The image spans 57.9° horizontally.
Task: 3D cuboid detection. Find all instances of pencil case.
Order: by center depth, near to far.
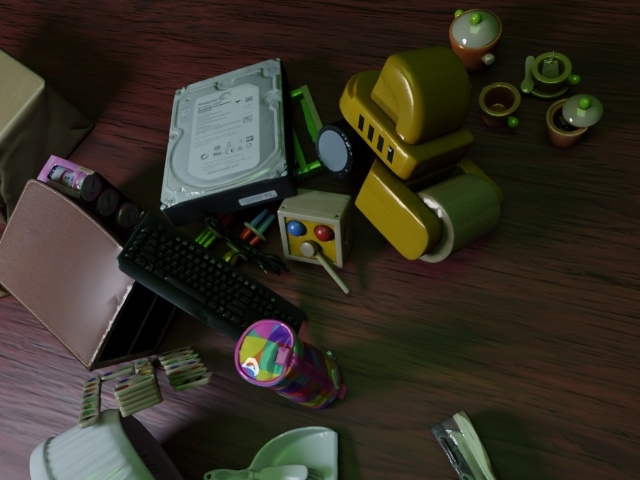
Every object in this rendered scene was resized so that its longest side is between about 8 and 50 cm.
[{"bbox_3d":[-0.039,0.195,0.883,0.104,0.236,0.104,-9,65,19],"label":"pencil case"}]

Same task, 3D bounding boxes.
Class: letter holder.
[{"bbox_3d":[-0.403,0.044,1.024,0.302,0.152,0.214,34,103,22],"label":"letter holder"}]

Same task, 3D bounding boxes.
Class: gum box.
[{"bbox_3d":[-0.435,-0.084,1.098,0.107,0.188,0.062,19,74,19],"label":"gum box"}]

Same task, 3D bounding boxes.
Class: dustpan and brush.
[{"bbox_3d":[-0.082,0.371,0.907,0.211,0.060,0.147,-13,55,22],"label":"dustpan and brush"}]

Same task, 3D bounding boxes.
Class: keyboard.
[{"bbox_3d":[-0.158,0.053,0.962,0.317,0.033,0.201,35,44,-17],"label":"keyboard"}]

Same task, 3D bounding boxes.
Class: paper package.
[{"bbox_3d":[-0.721,-0.249,1.239,0.325,0.168,0.309,33,81,21],"label":"paper package"}]

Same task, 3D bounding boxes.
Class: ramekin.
[{"bbox_3d":[-0.288,0.374,0.857,0.127,0.273,0.273,-37,66,-15],"label":"ramekin"}]

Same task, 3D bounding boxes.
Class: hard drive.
[{"bbox_3d":[-0.169,-0.195,1.084,0.237,0.064,0.339,-13,50,11],"label":"hard drive"}]

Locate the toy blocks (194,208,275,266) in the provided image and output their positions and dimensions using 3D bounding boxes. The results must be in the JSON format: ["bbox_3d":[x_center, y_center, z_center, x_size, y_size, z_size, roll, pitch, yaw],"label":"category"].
[{"bbox_3d":[-0.166,-0.015,1.084,0.123,0.054,0.148,38,81,22],"label":"toy blocks"}]

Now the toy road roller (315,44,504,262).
[{"bbox_3d":[0.165,-0.155,0.930,0.202,0.240,0.329,-24,65,-35],"label":"toy road roller"}]

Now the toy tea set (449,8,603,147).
[{"bbox_3d":[0.344,-0.299,1.038,0.336,0.124,0.200,24,76,20],"label":"toy tea set"}]

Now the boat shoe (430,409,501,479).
[{"bbox_3d":[0.230,0.364,0.839,0.073,0.080,0.223,-26,61,8],"label":"boat shoe"}]

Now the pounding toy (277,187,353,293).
[{"bbox_3d":[0.000,0.000,1.006,0.130,0.141,0.100,10,43,16],"label":"pounding toy"}]

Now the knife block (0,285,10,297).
[{"bbox_3d":[-0.719,0.048,1.082,0.276,0.242,0.088,-18,64,6],"label":"knife block"}]

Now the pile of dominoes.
[{"bbox_3d":[-0.287,0.211,0.924,0.196,0.251,0.040,-19,99,-19],"label":"pile of dominoes"}]

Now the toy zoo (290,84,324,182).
[{"bbox_3d":[-0.132,-0.176,1.151,0.293,0.030,0.192,-21,66,4],"label":"toy zoo"}]
